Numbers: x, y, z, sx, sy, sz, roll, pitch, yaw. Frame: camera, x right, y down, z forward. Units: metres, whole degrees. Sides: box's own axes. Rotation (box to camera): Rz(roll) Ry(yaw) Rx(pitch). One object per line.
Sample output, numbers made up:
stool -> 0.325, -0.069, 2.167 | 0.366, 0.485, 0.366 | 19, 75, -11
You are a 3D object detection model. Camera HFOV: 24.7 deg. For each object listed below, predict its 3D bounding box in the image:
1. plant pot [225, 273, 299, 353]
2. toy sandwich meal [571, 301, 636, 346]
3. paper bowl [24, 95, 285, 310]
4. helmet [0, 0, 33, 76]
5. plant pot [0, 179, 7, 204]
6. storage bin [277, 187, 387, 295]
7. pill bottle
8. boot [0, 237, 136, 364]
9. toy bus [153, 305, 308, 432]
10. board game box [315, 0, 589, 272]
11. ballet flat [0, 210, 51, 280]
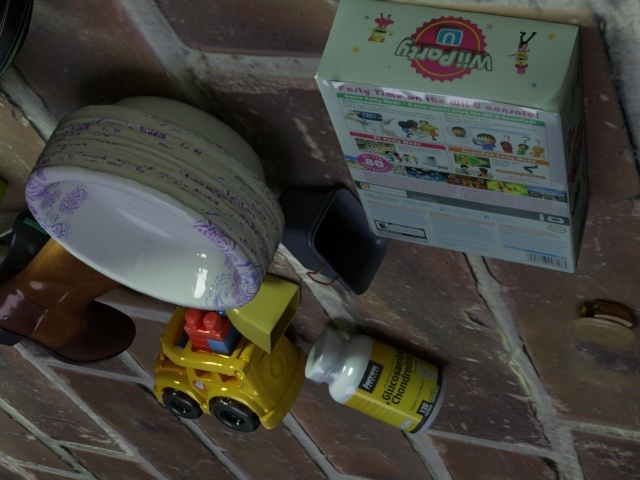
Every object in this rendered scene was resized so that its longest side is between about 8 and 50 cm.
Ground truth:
plant pot -> -0.083, 0.089, 1.979 | 0.083, 0.081, 0.081 | 27, 158, 12
toy sandwich meal -> 0.339, 0.099, 1.746 | 0.085, 0.029, 0.085 | 15, 160, 6
paper bowl -> -0.175, -0.053, 1.643 | 0.284, 0.148, 0.284 | 18, 155, 9
helmet -> -0.361, -0.219, 1.419 | 0.169, 0.161, 0.169 | 16, 156, 7
plant pot -> -0.583, -0.013, 1.925 | 0.227, 0.207, 0.228 | 34, 140, -29
storage bin -> 0.000, 0.000, 1.716 | 0.091, 0.098, 0.135 | 13, 158, 39
pill bottle -> 0.076, 0.193, 2.044 | 0.184, 0.103, 0.103 | 24, 156, -12
boot -> -0.308, 0.064, 2.026 | 0.264, 0.096, 0.280 | 21, 139, -35
toy bus -> -0.156, 0.155, 2.099 | 0.220, 0.149, 0.211 | 7, 145, 29
board game box -> 0.138, -0.094, 1.399 | 0.224, 0.097, 0.303 | 10, 156, 17
ballet flat -> -0.456, 0.023, 2.101 | 0.096, 0.095, 0.280 | 39, 139, -18
